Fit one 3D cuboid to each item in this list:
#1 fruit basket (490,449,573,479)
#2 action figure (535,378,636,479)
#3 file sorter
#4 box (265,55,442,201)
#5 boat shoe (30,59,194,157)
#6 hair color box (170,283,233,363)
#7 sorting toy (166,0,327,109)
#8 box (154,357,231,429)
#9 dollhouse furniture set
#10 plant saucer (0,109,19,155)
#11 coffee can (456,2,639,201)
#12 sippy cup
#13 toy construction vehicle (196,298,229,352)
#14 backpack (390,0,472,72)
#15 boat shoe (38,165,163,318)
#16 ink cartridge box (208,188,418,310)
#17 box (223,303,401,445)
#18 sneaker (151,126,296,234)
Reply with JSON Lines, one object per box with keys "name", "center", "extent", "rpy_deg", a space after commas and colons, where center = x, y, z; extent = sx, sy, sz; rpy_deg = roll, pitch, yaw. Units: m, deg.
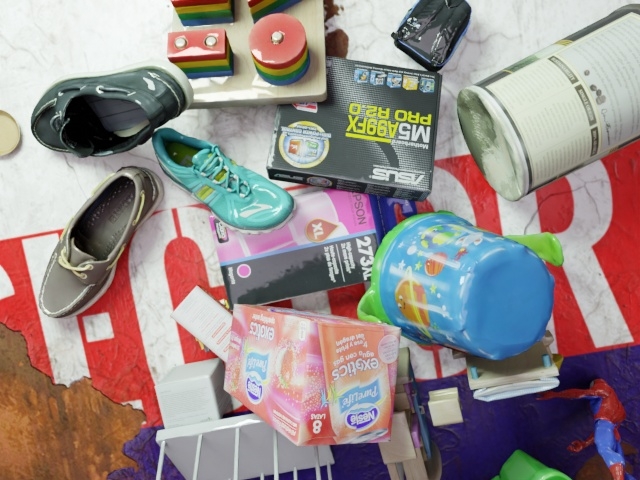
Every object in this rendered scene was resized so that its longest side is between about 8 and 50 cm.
{"name": "fruit basket", "center": [0.365, 0.583, 0.770], "extent": [0.282, 0.392, 0.392], "rpy_deg": [37, 95, -2]}
{"name": "action figure", "center": [0.442, 0.336, 0.820], "extent": [0.139, 0.280, 0.092], "rpy_deg": [-26, 103, 35]}
{"name": "file sorter", "center": [-0.118, 0.419, 0.820], "extent": [0.277, 0.173, 0.193], "rpy_deg": [-10, 130, 2]}
{"name": "box", "center": [0.059, -0.192, 0.825], "extent": [0.269, 0.060, 0.217], "rpy_deg": [9, 76, 0]}
{"name": "boat shoe", "center": [-0.360, -0.187, 0.778], "extent": [0.339, 0.113, 0.127], "rpy_deg": [-3, 136, 23]}
{"name": "hair color box", "center": [-0.187, 0.150, 0.869], "extent": [0.141, 0.043, 0.072], "rpy_deg": [42, 83, -5]}
{"name": "sorting toy", "center": [-0.122, -0.354, 0.787], "extent": [0.255, 0.089, 0.258], "rpy_deg": [-3, 76, 3]}
{"name": "box", "center": [-0.226, 0.275, 0.882], "extent": [0.101, 0.101, 0.087], "rpy_deg": [-11, 94, 2]}
{"name": "dollhouse furniture set", "center": [0.265, 0.281, 0.782], "extent": [0.303, 0.286, 0.198], "rpy_deg": [-15, 95, 14]}
{"name": "plant saucer", "center": [-0.583, -0.195, 0.889], "extent": [0.083, 0.015, 0.084], "rpy_deg": [0, 95, 2]}
{"name": "coffee can", "center": [0.388, -0.211, 0.776], "extent": [0.275, 0.201, 0.202], "rpy_deg": [-26, 94, 3]}
{"name": "sippy cup", "center": [0.226, 0.075, 0.767], "extent": [0.240, 0.224, 0.306], "rpy_deg": [34, 85, -17]}
{"name": "toy construction vehicle", "center": [-0.190, 0.165, 0.905], "extent": [0.085, 0.035, 0.098], "rpy_deg": [-18, 95, 3]}
{"name": "backpack", "center": [0.190, -0.356, 0.826], "extent": [0.105, 0.084, 0.114], "rpy_deg": [34, 99, -1]}
{"name": "boat shoe", "center": [-0.402, 0.008, 0.863], "extent": [0.116, 0.097, 0.324], "rpy_deg": [38, 95, -3]}
{"name": "ink cartridge box", "center": [0.000, 0.000, 0.876], "extent": [0.370, 0.069, 0.176], "rpy_deg": [-13, 95, 0]}
{"name": "box", "center": [-0.029, 0.184, 0.732], "extent": [0.142, 0.299, 0.154], "rpy_deg": [9, 84, -27]}
{"name": "sneaker", "center": [-0.168, -0.099, 0.804], "extent": [0.275, 0.110, 0.107], "rpy_deg": [27, 72, 14]}
